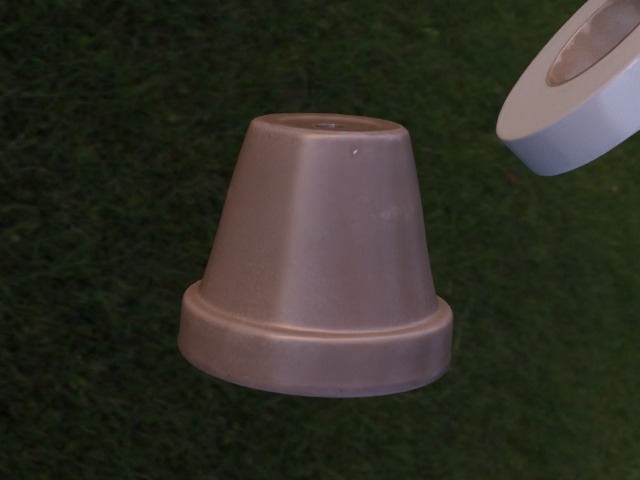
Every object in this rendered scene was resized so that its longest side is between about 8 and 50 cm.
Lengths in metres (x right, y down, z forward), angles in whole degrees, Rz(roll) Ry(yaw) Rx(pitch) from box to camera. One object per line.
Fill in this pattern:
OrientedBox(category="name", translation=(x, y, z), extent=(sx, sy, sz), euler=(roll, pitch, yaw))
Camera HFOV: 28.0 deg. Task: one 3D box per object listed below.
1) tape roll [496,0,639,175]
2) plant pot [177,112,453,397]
OrientedBox(category="tape roll", translation=(0.378, -0.241, 1.580), extent=(0.072, 0.392, 0.392), euler=(43, 62, -11))
OrientedBox(category="plant pot", translation=(0.000, 0.000, 1.216), extent=(0.263, 0.263, 0.229), euler=(-9, 107, -45))
